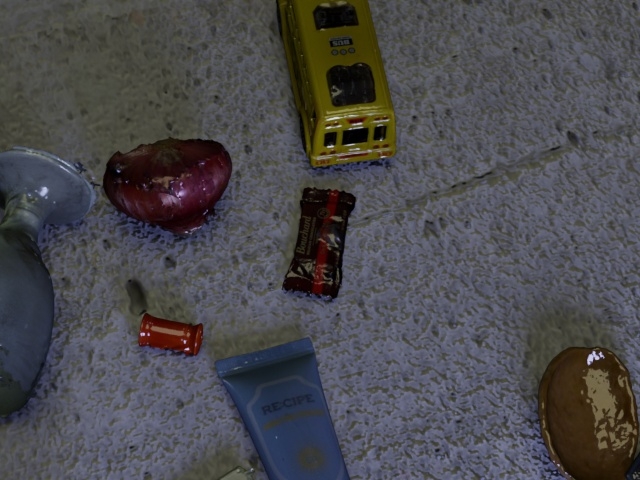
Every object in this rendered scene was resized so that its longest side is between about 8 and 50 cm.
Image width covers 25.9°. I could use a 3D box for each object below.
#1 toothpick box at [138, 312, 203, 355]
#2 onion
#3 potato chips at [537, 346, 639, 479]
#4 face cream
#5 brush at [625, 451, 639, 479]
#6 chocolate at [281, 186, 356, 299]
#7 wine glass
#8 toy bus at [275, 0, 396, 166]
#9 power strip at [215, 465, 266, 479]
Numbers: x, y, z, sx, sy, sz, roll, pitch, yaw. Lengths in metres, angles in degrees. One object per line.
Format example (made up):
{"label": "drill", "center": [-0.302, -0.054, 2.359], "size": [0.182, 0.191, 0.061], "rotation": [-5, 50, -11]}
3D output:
{"label": "toothpick box", "center": [-0.200, 0.127, 1.868], "size": [0.083, 0.047, 0.047], "rotation": [10, 59, 2]}
{"label": "onion", "center": [-0.207, -0.071, 1.936], "size": [0.184, 0.184, 0.147], "rotation": [-19, 104, -14]}
{"label": "potato chips", "center": [0.349, 0.238, 1.836], "size": [0.150, 0.049, 0.202], "rotation": [4, 60, -16]}
{"label": "face cream", "center": [-0.016, 0.295, 1.764], "size": [0.135, 0.086, 0.385], "rotation": [-14, 56, -14]}
{"label": "brush", "center": [0.470, 0.266, 1.842], "size": [0.063, 0.016, 0.193], "rotation": [44, 59, -2]}
{"label": "chocolate", "center": [0.000, 0.000, 1.967], "size": [0.086, 0.028, 0.182], "rotation": [10, 61, 5]}
{"label": "wine glass", "center": [-0.421, 0.056, 1.822], "size": [0.190, 0.190, 0.357], "rotation": [12, 55, 3]}
{"label": "toy bus", "center": [0.024, -0.279, 2.062], "size": [0.145, 0.151, 0.331], "rotation": [-8, 61, -6]}
{"label": "power strip", "center": [-0.137, 0.349, 1.753], "size": [0.169, 0.028, 0.076], "rotation": [-29, 65, -17]}
